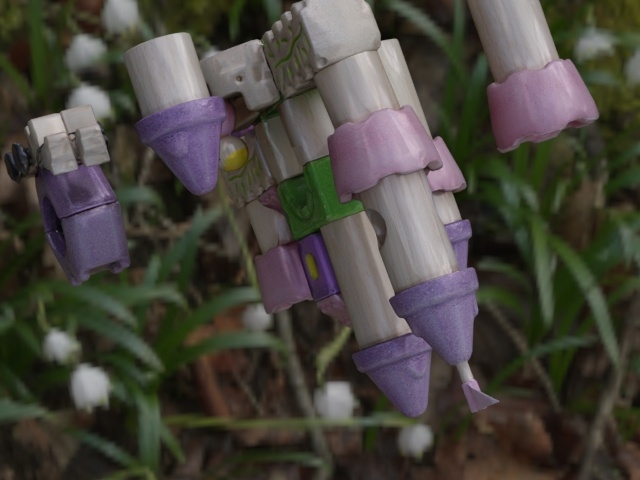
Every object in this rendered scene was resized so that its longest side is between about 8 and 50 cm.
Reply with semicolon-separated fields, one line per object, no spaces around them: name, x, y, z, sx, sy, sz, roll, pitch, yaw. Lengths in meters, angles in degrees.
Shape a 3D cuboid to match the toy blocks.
toy blocks;0.000;0.000;1.198;0.309;0.288;0.260;-17;86;-19
